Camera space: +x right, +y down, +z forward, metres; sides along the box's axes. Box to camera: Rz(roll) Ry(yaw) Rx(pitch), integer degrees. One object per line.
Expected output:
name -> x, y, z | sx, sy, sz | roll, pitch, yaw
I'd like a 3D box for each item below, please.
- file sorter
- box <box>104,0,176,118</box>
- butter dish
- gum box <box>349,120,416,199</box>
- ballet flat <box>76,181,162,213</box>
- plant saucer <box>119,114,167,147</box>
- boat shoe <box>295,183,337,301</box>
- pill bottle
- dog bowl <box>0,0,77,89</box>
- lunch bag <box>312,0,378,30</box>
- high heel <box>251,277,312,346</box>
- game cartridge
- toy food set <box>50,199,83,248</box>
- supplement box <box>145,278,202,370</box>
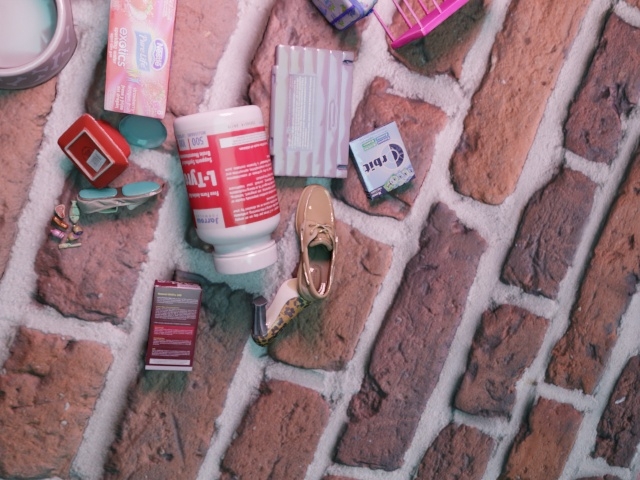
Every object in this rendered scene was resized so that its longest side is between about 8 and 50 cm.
file sorter -> 0.299, -0.701, 1.481 | 0.291, 0.202, 0.182 | -40, 107, -6
box -> -0.428, -0.461, 1.302 | 0.142, 0.154, 0.300 | 6, 110, -15
butter dish -> -0.546, -0.236, 1.366 | 0.160, 0.118, 0.160 | -27, 108, 34
gum box -> 0.180, -0.238, 1.613 | 0.157, 0.041, 0.184 | -27, 106, -10
ballet flat -> -0.523, -0.109, 1.425 | 0.213, 0.072, 0.068 | -8, 129, -14
plant saucer -> -0.455, -0.288, 1.398 | 0.119, 0.021, 0.119 | -4, 144, -3
boat shoe -> 0.000, 0.000, 1.531 | 0.122, 0.110, 0.341 | 2, 80, -20
pill bottle -> -0.230, -0.130, 1.413 | 0.229, 0.229, 0.407 | -13, 103, -14
dog bowl -> -0.749, -0.532, 1.255 | 0.349, 0.102, 0.348 | -3, 101, -15
lunch bag -> 0.051, -0.642, 1.407 | 0.176, 0.219, 0.090 | 43, 87, -19
high heel -> -0.089, 0.213, 1.616 | 0.261, 0.093, 0.186 | -17, 131, -28
game cartridge -> -0.029, -0.355, 1.523 | 0.230, 0.068, 0.355 | 1, 100, -13
toy food set -> -0.663, -0.041, 1.411 | 0.078, 0.019, 0.122 | -8, 102, -15
supplement box -> -0.409, 0.236, 1.509 | 0.130, 0.073, 0.239 | 7, 99, -18
